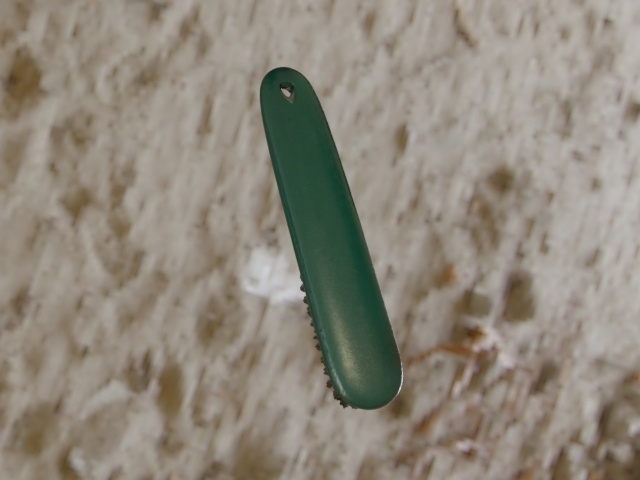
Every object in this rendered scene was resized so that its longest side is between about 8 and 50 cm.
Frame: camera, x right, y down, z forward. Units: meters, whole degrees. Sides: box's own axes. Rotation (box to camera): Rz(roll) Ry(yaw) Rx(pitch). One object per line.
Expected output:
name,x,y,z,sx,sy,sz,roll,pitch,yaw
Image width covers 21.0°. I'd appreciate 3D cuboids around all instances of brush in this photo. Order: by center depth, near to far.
brush,0.000,0.000,0.930,0.043,0.193,0.032,-11,166,-25
